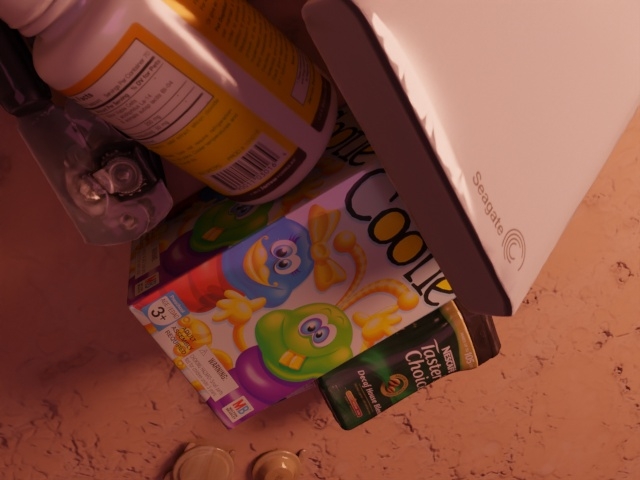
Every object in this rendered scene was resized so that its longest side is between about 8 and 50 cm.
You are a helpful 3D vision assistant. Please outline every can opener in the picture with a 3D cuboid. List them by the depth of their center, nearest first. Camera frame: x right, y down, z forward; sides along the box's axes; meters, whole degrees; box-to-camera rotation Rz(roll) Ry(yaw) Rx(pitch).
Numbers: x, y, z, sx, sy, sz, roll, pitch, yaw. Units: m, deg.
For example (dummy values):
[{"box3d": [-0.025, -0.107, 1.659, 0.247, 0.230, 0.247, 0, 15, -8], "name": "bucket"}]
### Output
[{"box3d": [-0.197, -0.127, 0.480, 0.076, 0.095, 0.283, -25, 106, 3], "name": "can opener"}]

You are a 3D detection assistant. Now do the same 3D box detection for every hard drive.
[{"box3d": [0.157, -0.154, 0.460, 0.353, 0.047, 0.233, -50, 122, -27], "name": "hard drive"}]

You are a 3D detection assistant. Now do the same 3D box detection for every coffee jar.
[{"box3d": [0.083, 0.106, 0.650, 0.184, 0.079, 0.096, -26, 118, -2], "name": "coffee jar"}]

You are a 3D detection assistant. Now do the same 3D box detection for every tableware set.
[{"box3d": [-0.092, 0.282, 0.721, 0.168, 0.020, 0.141, 10, 110, -18], "name": "tableware set"}]

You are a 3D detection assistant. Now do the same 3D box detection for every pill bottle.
[{"box3d": [-0.095, -0.118, 0.423, 0.117, 0.117, 0.215, -48, 130, 10], "name": "pill bottle"}]

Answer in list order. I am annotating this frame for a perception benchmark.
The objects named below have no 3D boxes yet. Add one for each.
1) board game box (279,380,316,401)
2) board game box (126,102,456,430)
[{"box3d": [-0.060, 0.126, 0.655, 0.090, 0.020, 0.090, -23, 119, -3], "name": "board game box"}, {"box3d": [0.000, 0.000, 0.542, 0.275, 0.144, 0.142, -31, 118, 0], "name": "board game box"}]
